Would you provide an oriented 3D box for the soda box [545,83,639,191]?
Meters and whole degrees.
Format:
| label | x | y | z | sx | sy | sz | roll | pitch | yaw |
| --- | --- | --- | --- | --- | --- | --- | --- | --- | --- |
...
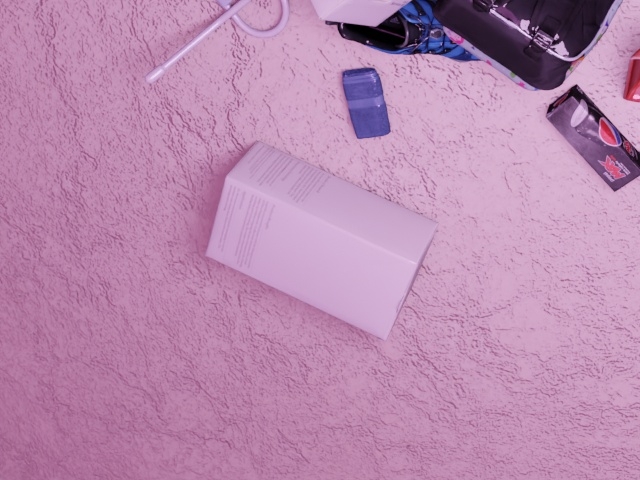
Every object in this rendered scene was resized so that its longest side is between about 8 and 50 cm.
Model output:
| label | x | y | z | sx | sy | sz | roll | pitch | yaw |
| --- | --- | --- | --- | --- | --- | --- | --- | --- | --- |
| soda box | 0.431 | -0.160 | 1.549 | 0.169 | 0.053 | 0.060 | 45 | 126 | -9 |

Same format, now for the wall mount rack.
| label | x | y | z | sx | sy | sz | roll | pitch | yaw |
| --- | --- | --- | --- | --- | --- | --- | --- | --- | --- |
| wall mount rack | -0.228 | -0.435 | 1.607 | 0.304 | 0.130 | 0.350 | -31 | 104 | 34 |

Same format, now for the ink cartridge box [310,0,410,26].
| label | x | y | z | sx | sy | sz | roll | pitch | yaw |
| --- | --- | --- | --- | --- | --- | --- | --- | --- | --- |
| ink cartridge box | 0.028 | -0.418 | 1.399 | 0.093 | 0.154 | 0.212 | -34 | 78 | 34 |

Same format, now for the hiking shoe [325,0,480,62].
| label | x | y | z | sx | sy | sz | roll | pitch | yaw |
| --- | --- | --- | --- | --- | --- | --- | --- | --- | --- |
| hiking shoe | 0.170 | -0.316 | 1.512 | 0.304 | 0.132 | 0.113 | 10 | 123 | 17 |

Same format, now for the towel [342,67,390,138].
| label | x | y | z | sx | sy | sz | roll | pitch | yaw |
| --- | --- | --- | --- | --- | --- | --- | --- | --- | --- |
| towel | 0.078 | -0.232 | 1.668 | 0.067 | 0.029 | 0.119 | -2 | 119 | 24 |

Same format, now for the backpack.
| label | x | y | z | sx | sy | sz | roll | pitch | yaw |
| --- | --- | --- | --- | --- | --- | --- | --- | --- | --- |
| backpack | 0.303 | -0.351 | 1.369 | 0.225 | 0.253 | 0.191 | 34 | 165 | 3 |

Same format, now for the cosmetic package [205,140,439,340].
| label | x | y | z | sx | sy | sz | roll | pitch | yaw |
| --- | --- | --- | --- | --- | --- | --- | --- | --- | --- |
| cosmetic package | 0.000 | 0.000 | 1.769 | 0.366 | 0.155 | 0.196 | 25 | 127 | 6 |

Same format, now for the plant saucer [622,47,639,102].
| label | x | y | z | sx | sy | sz | roll | pitch | yaw |
| --- | --- | --- | --- | --- | --- | --- | --- | --- | --- |
| plant saucer | 0.558 | -0.221 | 1.368 | 0.259 | 0.259 | 0.047 | 12 | 89 | 16 |
